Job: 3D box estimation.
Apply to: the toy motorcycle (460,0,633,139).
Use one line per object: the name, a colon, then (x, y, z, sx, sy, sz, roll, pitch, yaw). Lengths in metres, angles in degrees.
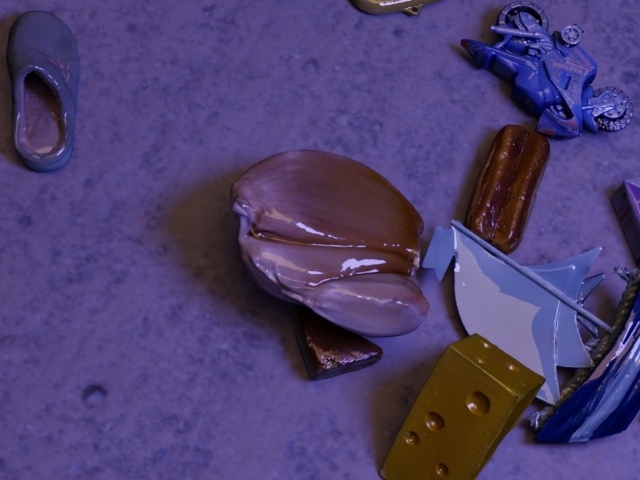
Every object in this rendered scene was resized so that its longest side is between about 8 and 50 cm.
toy motorcycle: (0.266, -0.188, 1.725, 0.114, 0.076, 0.205, -39, 77, -15)

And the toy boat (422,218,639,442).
toy boat: (0.259, 0.071, 1.591, 0.210, 0.070, 0.291, -31, 78, -6)

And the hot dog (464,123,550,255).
hot dog: (0.211, -0.061, 1.672, 0.071, 0.045, 0.165, 21, 65, 2)

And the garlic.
garlic: (0.000, 0.000, 1.572, 0.228, 0.110, 0.217, 20, 46, -16)

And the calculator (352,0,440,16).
calculator: (0.076, -0.374, 1.792, 0.157, 0.033, 0.236, -16, 72, -16)

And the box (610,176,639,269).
box: (0.370, -0.011, 1.674, 0.036, 0.050, 0.117, -12, 71, -16)

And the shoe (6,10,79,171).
shoe: (-0.303, -0.174, 1.619, 0.079, 0.078, 0.195, -1, 71, -9)

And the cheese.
cheese: (0.138, 0.194, 1.514, 0.093, 0.126, 0.171, 33, 101, 15)

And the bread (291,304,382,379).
bread: (0.007, 0.117, 1.562, 0.109, 0.043, 0.062, 29, 64, 3)
